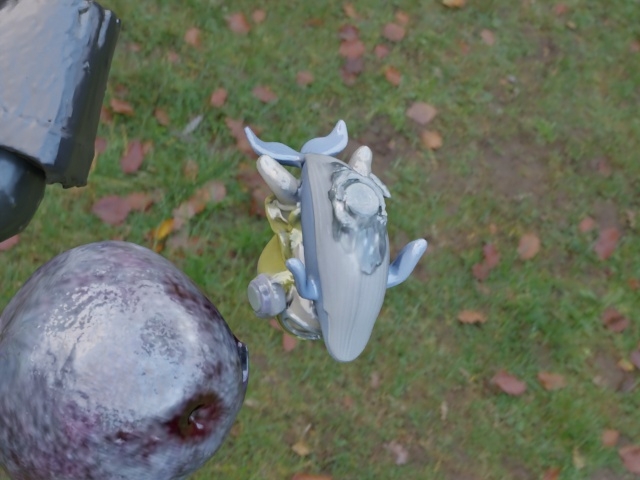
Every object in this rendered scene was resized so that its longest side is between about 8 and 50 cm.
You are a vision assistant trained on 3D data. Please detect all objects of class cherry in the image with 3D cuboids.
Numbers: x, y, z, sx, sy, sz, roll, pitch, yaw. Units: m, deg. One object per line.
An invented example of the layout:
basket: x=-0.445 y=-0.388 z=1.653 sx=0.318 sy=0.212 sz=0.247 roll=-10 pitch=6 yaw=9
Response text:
cherry: x=-0.147 y=0.099 z=0.842 sx=0.195 sy=0.195 sz=0.195 roll=10 pitch=54 yaw=-14

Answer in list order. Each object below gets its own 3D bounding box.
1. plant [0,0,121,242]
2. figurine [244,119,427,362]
plant: x=-0.283 y=-0.118 z=1.088 sx=0.164 sy=0.142 sz=0.256 roll=26 pitch=91 yaw=0
figurine: x=0.000 y=0.000 z=0.995 sx=0.128 sy=0.184 sz=0.208 roll=-5 pitch=72 yaw=-26
